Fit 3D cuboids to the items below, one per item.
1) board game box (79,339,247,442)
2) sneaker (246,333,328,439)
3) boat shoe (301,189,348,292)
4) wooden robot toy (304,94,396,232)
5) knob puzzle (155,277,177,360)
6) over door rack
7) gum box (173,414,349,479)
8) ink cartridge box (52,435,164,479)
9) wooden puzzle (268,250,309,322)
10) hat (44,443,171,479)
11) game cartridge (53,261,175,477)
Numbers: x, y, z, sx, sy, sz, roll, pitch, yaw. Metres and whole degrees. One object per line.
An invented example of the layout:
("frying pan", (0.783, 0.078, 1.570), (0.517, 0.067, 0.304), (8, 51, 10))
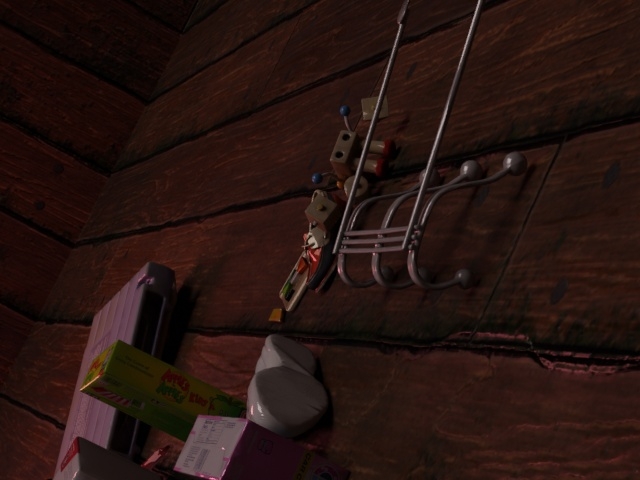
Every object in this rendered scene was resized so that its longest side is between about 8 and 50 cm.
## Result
("board game box", (-0.166, 0.178, 1.778), (0.092, 0.181, 0.043), (-36, 29, 59))
("sneaker", (-0.044, 0.172, 1.615), (0.212, 0.080, 0.094), (-82, 17, -76))
("boat shoe", (0.000, 0.000, 1.819), (0.049, 0.043, 0.137), (-43, 25, 47))
("wooden robot toy", (0.044, -0.077, 1.816), (0.079, 0.076, 0.173), (69, -141, -61))
("knob puzzle", (-0.254, 0.130, 2.445), (0.213, 0.030, 0.213), (-52, 25, 36))
("over door rack", (0.104, -0.113, 1.489), (0.239, 0.108, 0.324), (176, 101, -73))
("gum box", (-0.060, 0.214, 1.503), (0.062, 0.107, 0.188), (-65, 15, -12))
("ink cartridge box", (-0.282, 0.356, 1.952), (0.176, 0.127, 0.128), (-60, 15, 6))
("wooden puzzle", (-0.028, 0.047, 1.885), (0.116, 0.014, 0.078), (-61, 15, -1))
("hat", (-0.282, 0.395, 2.093), (0.173, 0.184, 0.208), (-69, -27, -49))
("game cartridge", (-0.305, 0.230, 2.343), (0.230, 0.068, 0.355), (-46, 29, 53))
